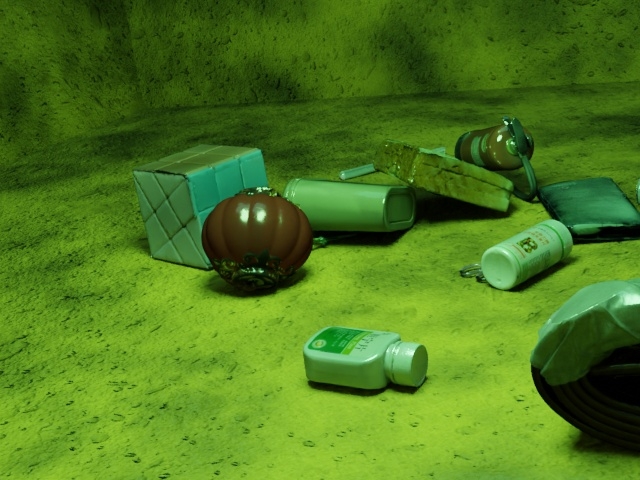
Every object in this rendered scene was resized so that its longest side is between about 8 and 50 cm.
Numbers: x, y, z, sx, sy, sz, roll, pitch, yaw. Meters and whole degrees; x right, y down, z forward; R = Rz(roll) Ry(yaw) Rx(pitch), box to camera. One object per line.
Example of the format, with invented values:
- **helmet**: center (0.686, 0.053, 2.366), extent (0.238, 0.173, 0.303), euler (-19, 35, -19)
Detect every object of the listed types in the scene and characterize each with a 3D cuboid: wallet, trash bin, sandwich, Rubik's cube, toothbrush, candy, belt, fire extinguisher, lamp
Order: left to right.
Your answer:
- **Rubik's cube**: center (-0.264, -0.082, 2.143), extent (0.221, 0.231, 0.224), euler (9, 26, 44)
- **lamp**: center (-0.127, 0.002, 1.887), extent (0.227, 0.227, 0.227), euler (-7, 18, 2)
- **candy**: center (0.000, 0.000, 2.093), extent (0.201, 0.060, 0.060), euler (-10, 16, -32)
- **trash bin**: center (0.069, -0.079, 2.125), extent (0.247, 0.121, 0.243), euler (3, 5, 25)
- **toothbrush**: center (0.211, -0.223, 2.698), extent (0.342, 0.030, 0.025), euler (-14, 19, -19)
- **sandwich**: center (0.290, -0.154, 2.207), extent (0.271, 0.099, 0.301), euler (19, 6, -17)
- **fire extinguisher**: center (0.456, -0.202, 2.290), extent (0.113, 0.200, 0.376), euler (-44, 6, -5)
- **wallet**: center (0.595, -0.074, 2.064), extent (0.190, 0.046, 0.379), euler (-4, 18, 5)
- **belt**: center (0.437, 0.151, 1.161), extent (0.338, 0.217, 0.122), euler (-1, 18, 25)

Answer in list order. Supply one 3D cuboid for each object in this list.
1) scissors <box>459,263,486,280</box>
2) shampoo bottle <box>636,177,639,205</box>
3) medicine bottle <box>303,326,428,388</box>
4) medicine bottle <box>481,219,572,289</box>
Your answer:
- **scissors**: center (0.358, 0.042, 1.842), extent (0.176, 0.022, 0.085), euler (-21, 21, -29)
- **shampoo bottle**: center (0.807, -0.106, 2.045), extent (0.214, 0.072, 0.072), euler (3, 20, 28)
- **medicine bottle**: center (0.071, 0.183, 1.453), extent (0.183, 0.069, 0.119), euler (5, 19, 30)
- **medicine bottle**: center (0.393, 0.026, 1.777), extent (0.183, 0.086, 0.086), euler (-23, 24, -38)
